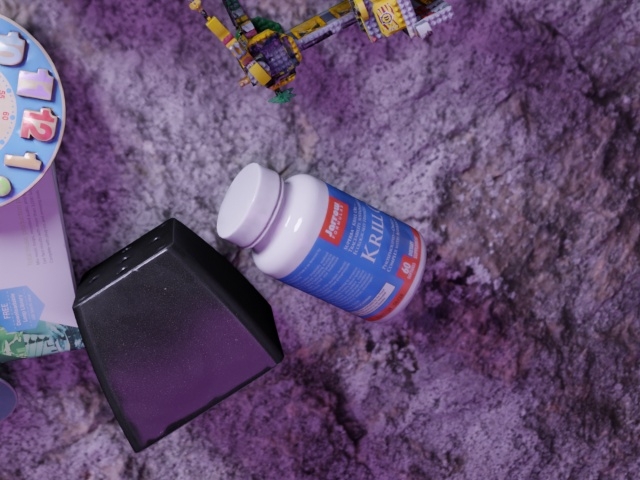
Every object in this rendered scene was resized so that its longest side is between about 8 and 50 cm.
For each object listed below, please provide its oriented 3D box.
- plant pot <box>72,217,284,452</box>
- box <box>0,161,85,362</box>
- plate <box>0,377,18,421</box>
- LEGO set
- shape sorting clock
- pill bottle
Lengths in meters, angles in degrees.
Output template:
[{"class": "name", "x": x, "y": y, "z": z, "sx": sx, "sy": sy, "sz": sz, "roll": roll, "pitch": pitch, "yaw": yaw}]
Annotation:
[{"class": "plant pot", "x": -0.170, "y": 0.086, "z": 1.108, "sx": 0.188, "sy": 0.187, "sz": 0.167, "roll": -33, "pitch": 106, "yaw": 2}, {"class": "box", "x": -0.429, "y": 0.035, "z": 1.072, "sx": 0.322, "sy": 0.058, "sz": 0.232, "roll": -9, "pitch": 117, "yaw": -9}, {"class": "plate", "x": -0.437, "y": 0.180, "z": 1.124, "sx": 0.188, "sy": 0.024, "sz": 0.188, "roll": -11, "pitch": 149, "yaw": -7}, {"class": "LEGO set", "x": -0.019, "y": -0.288, "z": 0.950, "sx": 0.255, "sy": 0.192, "sz": 0.331, "roll": -20, "pitch": 119, "yaw": -5}, {"class": "shape sorting clock", "x": -0.356, "y": -0.128, "z": 0.987, "sx": 0.206, "sy": 0.040, "sz": 0.206, "roll": -1, "pitch": 94, "yaw": -11}, {"class": "pill bottle", "x": 0.000, "y": 0.000, "z": 1.135, "sx": 0.221, "sy": 0.124, "sz": 0.124, "roll": 25, "pitch": 106, "yaw": -25}]
